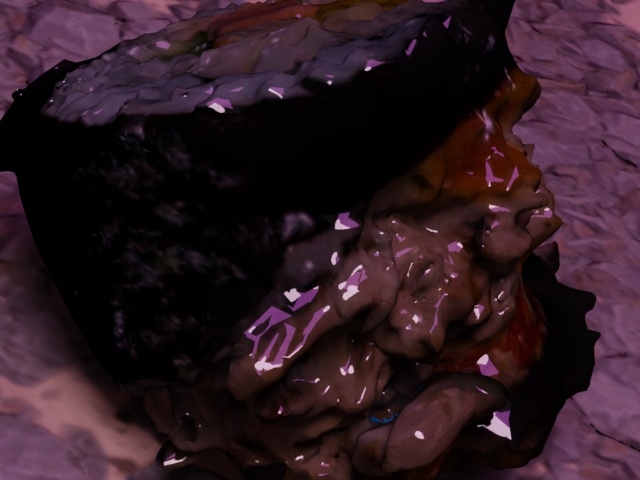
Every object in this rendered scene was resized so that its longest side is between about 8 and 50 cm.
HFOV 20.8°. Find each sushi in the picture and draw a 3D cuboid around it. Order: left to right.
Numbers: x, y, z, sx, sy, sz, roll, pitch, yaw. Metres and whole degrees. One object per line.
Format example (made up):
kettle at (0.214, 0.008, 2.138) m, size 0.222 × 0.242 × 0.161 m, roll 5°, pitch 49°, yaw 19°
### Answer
sushi at (0.002, 0.005, 0.721) m, size 0.225 × 0.218 × 0.238 m, roll -1°, pitch 30°, yaw 48°
